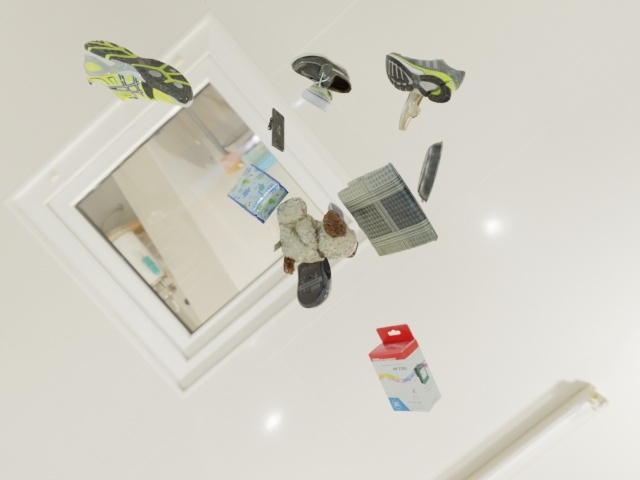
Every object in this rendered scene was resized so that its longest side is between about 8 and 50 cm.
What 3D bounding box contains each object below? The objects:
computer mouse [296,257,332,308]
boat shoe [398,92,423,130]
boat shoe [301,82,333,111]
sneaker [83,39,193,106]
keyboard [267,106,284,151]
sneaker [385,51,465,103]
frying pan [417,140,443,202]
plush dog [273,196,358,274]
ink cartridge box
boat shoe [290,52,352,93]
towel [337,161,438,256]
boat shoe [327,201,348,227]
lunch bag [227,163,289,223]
[{"bbox_3d":[-0.009,0.116,1.634,0.188,0.072,0.272,-22,-134,26],"label":"computer mouse"},{"bbox_3d":[0.314,-0.446,1.651,0.170,0.059,0.063,-71,165,10],"label":"boat shoe"},{"bbox_3d":[-0.004,-0.533,1.757,0.094,0.109,0.302,-56,-165,17],"label":"boat shoe"},{"bbox_3d":[-0.609,-0.536,1.660,0.145,0.384,0.147,-63,179,-54],"label":"sneaker"},{"bbox_3d":[-0.187,-0.465,2.041,0.023,0.180,0.108,-15,155,28],"label":"keyboard"},{"bbox_3d":[0.331,-0.538,1.584,0.121,0.300,0.111,-36,145,-24],"label":"sneaker"},{"bbox_3d":[0.350,-0.221,1.593,0.326,0.053,0.197,-40,144,-82],"label":"frying pan"},{"bbox_3d":[0.000,0.000,1.496,0.225,0.211,0.262,-2,158,21],"label":"plush dog"},{"bbox_3d":[0.226,0.358,1.377,0.078,0.231,0.134,-28,-176,-42],"label":"ink cartridge box"},{"bbox_3d":[0.008,-0.510,1.504,0.233,0.079,0.084,3,154,-45],"label":"boat shoe"},{"bbox_3d":[0.232,-0.099,1.733,0.056,0.312,0.324,-41,-169,-32],"label":"towel"},{"bbox_3d":[0.051,-0.076,1.870,0.066,0.066,0.183,-48,-147,24],"label":"boat shoe"},{"bbox_3d":[-0.193,-0.144,1.466,0.129,0.151,0.096,-52,155,-4],"label":"lunch bag"}]
